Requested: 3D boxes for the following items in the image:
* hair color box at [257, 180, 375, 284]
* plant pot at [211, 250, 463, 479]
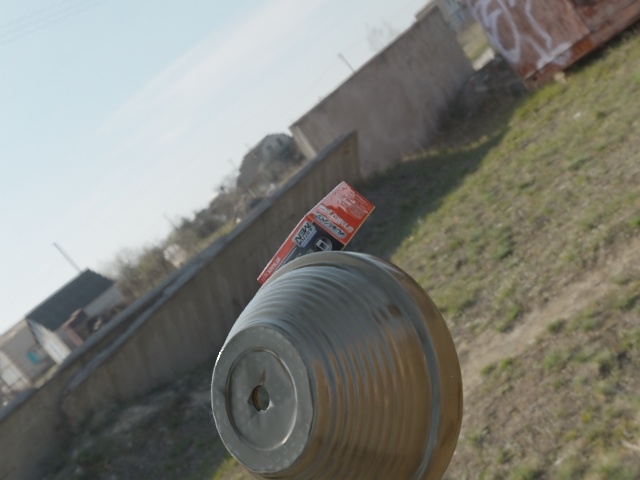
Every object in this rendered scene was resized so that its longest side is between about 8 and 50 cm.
[{"bbox_3d":[0.000,0.000,0.812,0.093,0.053,0.167,-52,-1,21],"label":"hair color box"},{"bbox_3d":[-0.012,0.124,0.615,0.237,0.237,0.110,-34,-25,34],"label":"plant pot"}]
